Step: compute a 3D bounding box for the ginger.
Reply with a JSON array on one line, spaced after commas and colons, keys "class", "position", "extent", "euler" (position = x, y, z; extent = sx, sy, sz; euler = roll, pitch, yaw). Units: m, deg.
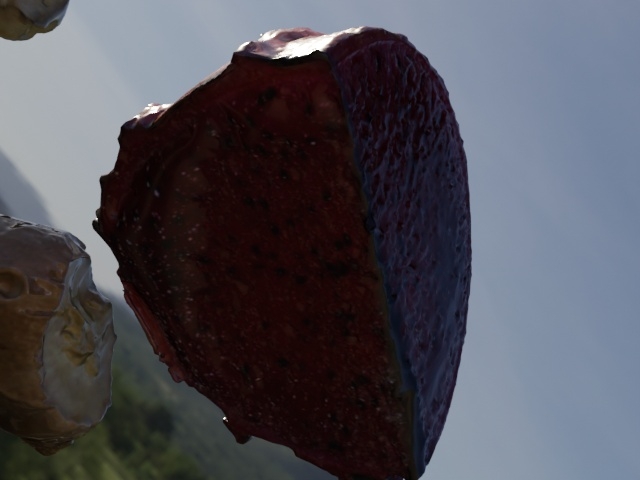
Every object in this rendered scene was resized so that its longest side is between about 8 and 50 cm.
[{"class": "ginger", "position": [-0.258, 0.065, 1.242], "extent": [0.221, 0.130, 0.276], "euler": [47, -36, -16]}]

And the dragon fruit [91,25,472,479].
[{"class": "dragon fruit", "position": [0.000, 0.000, 0.887], "extent": [0.163, 0.189, 0.261], "euler": [21, -49, 48]}]

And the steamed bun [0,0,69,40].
[{"class": "steamed bun", "position": [-0.351, -0.291, 1.587], "extent": [0.292, 0.295, 0.137], "euler": [43, -34, -1]}]
